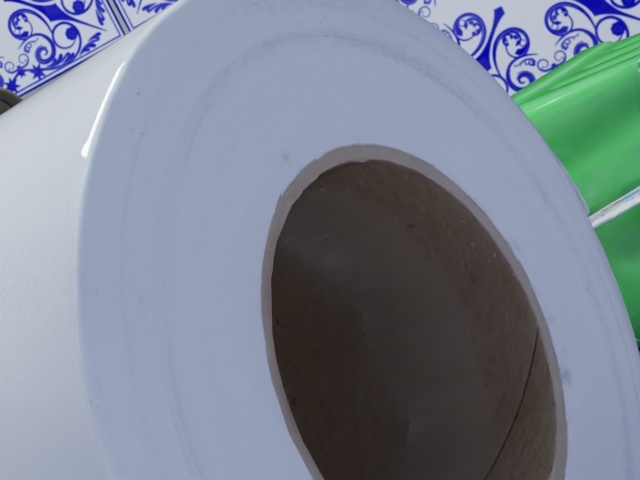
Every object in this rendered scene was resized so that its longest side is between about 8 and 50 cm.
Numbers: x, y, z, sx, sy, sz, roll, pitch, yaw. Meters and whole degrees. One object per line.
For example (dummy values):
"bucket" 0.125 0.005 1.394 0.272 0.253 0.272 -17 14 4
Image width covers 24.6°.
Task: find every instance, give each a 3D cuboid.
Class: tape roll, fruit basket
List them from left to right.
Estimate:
"tape roll" -0.028 0.058 0.471 0.169 0.246 0.246 -23 6 40
"fruit basket" 0.129 0.014 0.905 0.353 0.165 0.327 -43 -6 35

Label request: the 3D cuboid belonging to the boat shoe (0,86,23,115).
"boat shoe" -0.339 -0.022 1.064 0.307 0.111 0.104 -28 5 0
